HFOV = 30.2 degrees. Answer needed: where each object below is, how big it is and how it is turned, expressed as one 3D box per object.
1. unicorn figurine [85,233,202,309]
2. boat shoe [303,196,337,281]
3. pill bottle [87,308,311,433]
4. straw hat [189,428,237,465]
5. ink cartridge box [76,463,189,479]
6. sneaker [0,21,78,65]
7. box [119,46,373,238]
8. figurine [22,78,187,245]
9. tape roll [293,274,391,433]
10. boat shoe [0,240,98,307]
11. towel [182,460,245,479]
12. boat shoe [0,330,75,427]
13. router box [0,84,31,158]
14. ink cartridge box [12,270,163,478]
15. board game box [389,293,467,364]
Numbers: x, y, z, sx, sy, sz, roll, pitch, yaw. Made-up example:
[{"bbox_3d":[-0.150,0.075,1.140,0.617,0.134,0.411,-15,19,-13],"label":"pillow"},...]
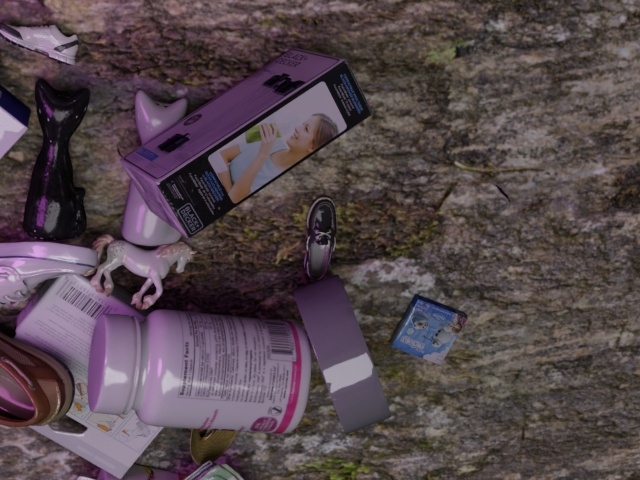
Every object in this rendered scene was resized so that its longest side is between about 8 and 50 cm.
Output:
[{"bbox_3d":[-0.245,0.038,1.647,0.161,0.060,0.111,25,78,-22],"label":"unicorn figurine"},{"bbox_3d":[0.000,0.000,1.716,0.046,0.038,0.125,7,112,-14],"label":"boat shoe"},{"bbox_3d":[-0.169,0.179,1.635,0.283,0.160,0.160,7,112,-19],"label":"pill bottle"},{"bbox_3d":[-0.176,0.263,1.785,0.061,0.144,0.145,21,115,25],"label":"straw hat"},{"bbox_3d":[-0.293,0.409,1.828,0.198,0.067,0.115,17,109,-19],"label":"ink cartridge box"},{"bbox_3d":[-0.365,-0.264,1.535,0.109,0.040,0.044,18,93,-21],"label":"sneaker"},{"bbox_3d":[-0.097,-0.133,1.527,0.290,0.169,0.087,-34,115,-13],"label":"box"},{"bbox_3d":[-0.285,-0.106,1.594,0.214,0.092,0.210,3,109,-13],"label":"figurine"},{"bbox_3d":[0.030,0.162,1.694,0.072,0.219,0.219,-21,116,-2],"label":"tape roll"},{"bbox_3d":[-0.424,0.049,1.603,0.258,0.095,0.084,-3,82,12],"label":"boat shoe"},{"bbox_3d":[-0.162,0.494,1.852,0.248,0.038,0.325,-40,130,1],"label":"towel"},{"bbox_3d":[-0.493,0.161,1.606,0.323,0.120,0.123,20,100,5],"label":"boat shoe"},{"bbox_3d":[-0.596,-0.153,1.511,0.301,0.082,0.335,-44,114,10],"label":"router box"},{"bbox_3d":[-0.326,0.188,1.728,0.275,0.060,0.239,36,104,-22],"label":"ink cartridge box"},{"bbox_3d":[0.165,0.137,1.819,0.090,0.020,0.090,21,110,-19],"label":"board game box"}]
